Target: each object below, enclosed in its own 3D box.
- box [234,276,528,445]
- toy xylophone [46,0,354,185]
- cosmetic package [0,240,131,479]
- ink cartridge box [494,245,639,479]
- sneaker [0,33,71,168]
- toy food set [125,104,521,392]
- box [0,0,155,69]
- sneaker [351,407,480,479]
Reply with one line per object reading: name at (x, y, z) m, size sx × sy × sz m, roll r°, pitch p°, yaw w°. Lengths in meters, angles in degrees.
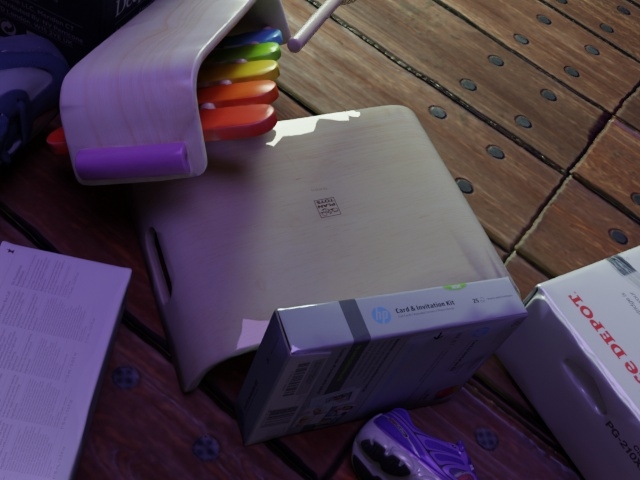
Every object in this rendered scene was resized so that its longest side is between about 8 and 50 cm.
box at (0.041, 0.090, 0.551) m, size 0.186 × 0.145 × 0.038 m, roll -5°, pitch 55°, yaw -23°
toy xylophone at (-0.093, -0.162, 0.668) m, size 0.236 × 0.081 × 0.323 m, roll 2°, pitch 35°, yaw 22°
cosmetic package at (-0.205, 0.117, 0.497) m, size 0.099 × 0.060 × 0.239 m, roll 15°, pitch 48°, yaw -10°
ink cartridge box at (0.300, 0.102, 0.663) m, size 0.237 × 0.100 × 0.172 m, roll -16°, pitch 59°, yaw -31°
sneaker at (-0.291, -0.041, 0.565) m, size 0.131 × 0.112 × 0.319 m, roll 33°, pitch 57°, yaw 16°
toy food set at (0.000, 0.000, 0.662) m, size 0.306 × 0.092 × 0.220 m, roll -12°, pitch 57°, yaw -18°
box at (-0.209, -0.402, 0.699) m, size 0.212 × 0.395 × 0.293 m, roll 26°, pitch 49°, yaw 3°
sneaker at (0.104, 0.186, 0.549) m, size 0.170 × 0.068 × 0.071 m, roll 42°, pitch 45°, yaw 16°
